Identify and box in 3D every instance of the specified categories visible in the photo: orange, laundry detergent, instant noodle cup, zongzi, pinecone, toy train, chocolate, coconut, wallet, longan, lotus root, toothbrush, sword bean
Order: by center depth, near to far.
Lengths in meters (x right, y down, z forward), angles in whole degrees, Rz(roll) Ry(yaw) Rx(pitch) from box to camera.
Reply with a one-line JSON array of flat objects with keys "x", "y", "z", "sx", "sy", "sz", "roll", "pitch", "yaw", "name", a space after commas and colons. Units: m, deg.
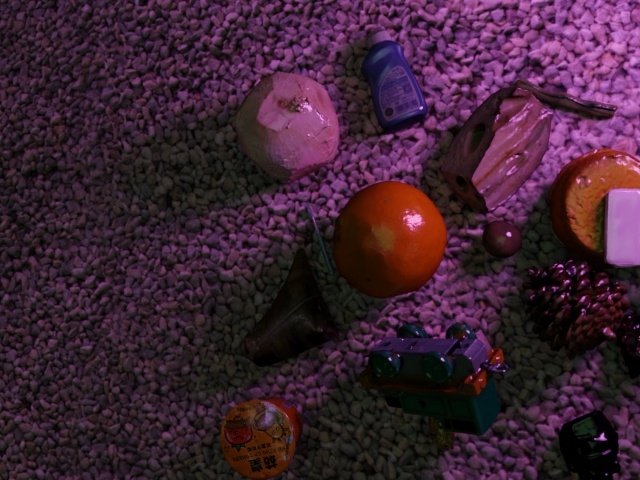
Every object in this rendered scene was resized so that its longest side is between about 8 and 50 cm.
[{"x": 0.720, "y": -0.028, "z": 1.498, "sx": 0.095, "sy": 0.033, "sz": 0.190, "roll": 3, "pitch": 94, "yaw": 13, "name": "wallet"}, {"x": 0.635, "y": 0.154, "z": 1.579, "sx": 0.243, "sy": 0.243, "sz": 0.257, "roll": -20, "pitch": 62, "yaw": 12, "name": "pinecone"}, {"x": 0.794, "y": 0.250, "z": 1.591, "sx": 0.156, "sy": 0.156, "sz": 0.133, "roll": -43, "pitch": 60, "yaw": 8, "name": "chocolate"}, {"x": 0.290, "y": 0.356, "z": 1.625, "sx": 0.429, "sy": 0.178, "sz": 0.249, "roll": -7, "pitch": 108, "yaw": 42, "name": "toy train"}, {"x": 0.179, "y": -0.002, "z": 1.662, "sx": 0.312, "sy": 0.312, "sz": 0.312, "roll": -1, "pitch": 87, "yaw": 14, "name": "orange"}, {"x": 0.488, "y": -0.008, "z": 1.692, "sx": 0.106, "sy": 0.106, "sz": 0.119, "roll": 42, "pitch": 58, "yaw": 12, "name": "longan"}, {"x": 0.466, "y": -0.245, "z": 1.693, "sx": 0.210, "sy": 0.142, "sz": 0.314, "roll": 38, "pitch": 92, "yaw": -25, "name": "lotus root"}, {"x": 0.653, "y": -0.380, "z": 1.695, "sx": 0.269, "sy": 0.038, "sz": 0.043, "roll": 22, "pitch": 98, "yaw": 15, "name": "sword bean"}, {"x": -0.093, "y": -0.318, "z": 1.765, "sx": 0.297, "sy": 0.254, "sz": 0.297, "roll": 0, "pitch": 89, "yaw": 12, "name": "coconut"}, {"x": -0.151, "y": 0.538, "z": 1.778, "sx": 0.215, "sy": 0.172, "sz": 0.216, "roll": -1, "pitch": 88, "yaw": 14, "name": "instant noodle cup"}, {"x": 0.196, "y": -0.459, "z": 1.789, "sx": 0.143, "sy": 0.094, "sz": 0.290, "roll": -21, "pitch": 79, "yaw": 18, "name": "laundry detergent"}, {"x": -0.114, "y": 0.193, "z": 1.820, "sx": 0.286, "sy": 0.134, "sz": 0.288, "roll": -25, "pitch": 68, "yaw": 16, "name": "zongzi"}, {"x": 0.000, "y": 0.000, "z": 1.846, "sx": 0.016, "sy": 0.019, "sz": 0.220, "roll": -19, "pitch": 83, "yaw": 7, "name": "toothbrush"}]

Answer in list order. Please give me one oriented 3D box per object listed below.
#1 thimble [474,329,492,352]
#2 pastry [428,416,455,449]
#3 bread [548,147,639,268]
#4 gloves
[{"x": 0.397, "y": 0.300, "z": 1.690, "sx": 0.115, "sy": 0.102, "sz": 0.090, "roll": -35, "pitch": 76, "yaw": 48, "name": "thimble"}, {"x": 0.331, "y": 0.493, "z": 1.724, "sx": 0.080, "sy": 0.056, "sz": 0.140, "roll": 6, "pitch": 82, "yaw": 7, "name": "pastry"}, {"x": 0.728, "y": -0.081, "z": 1.592, "sx": 0.312, "sy": 0.172, "sz": 0.312, "roll": 0, "pitch": 90, "yaw": 14, "name": "bread"}, {"x": 0.695, "y": 0.550, "z": 1.606, "sx": 0.164, "sy": 0.124, "sz": 0.203, "roll": -34, "pitch": 71, "yaw": 28, "name": "gloves"}]
